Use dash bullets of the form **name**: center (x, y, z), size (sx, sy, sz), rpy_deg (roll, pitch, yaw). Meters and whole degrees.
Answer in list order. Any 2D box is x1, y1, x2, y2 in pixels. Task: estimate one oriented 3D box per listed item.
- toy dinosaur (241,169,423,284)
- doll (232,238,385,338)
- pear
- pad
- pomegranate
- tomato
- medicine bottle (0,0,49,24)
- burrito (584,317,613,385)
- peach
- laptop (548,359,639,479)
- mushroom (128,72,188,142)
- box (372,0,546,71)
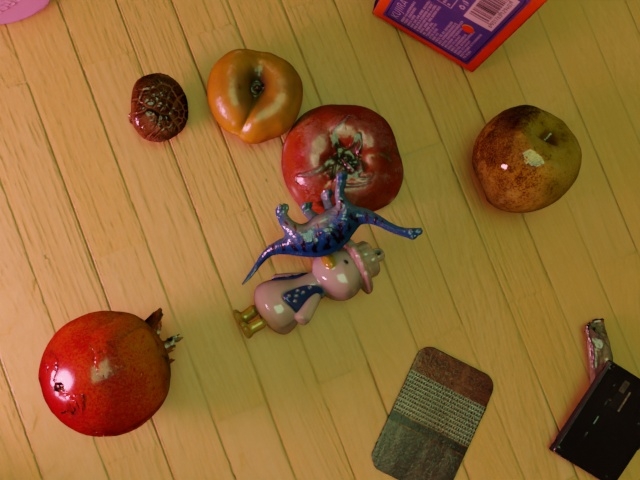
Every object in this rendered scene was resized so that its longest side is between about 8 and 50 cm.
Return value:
- **toy dinosaur**: center (0.003, -0.031, 1.337), size (0.329, 0.076, 0.144), rpy_deg (-15, 78, 7)
- **doll**: center (-0.014, 0.083, 1.368), size (0.293, 0.138, 0.119), rpy_deg (-25, 128, -9)
- **pear**: center (0.378, -0.146, 1.435), size (0.198, 0.197, 0.197), rpy_deg (1, 82, -9)
- **pad**: center (0.285, 0.369, 1.410), size (0.323, 0.055, 0.249), rpy_deg (24, 78, 12)
- **pomegranate**: center (-0.340, 0.209, 1.254), size (0.210, 0.210, 0.235), rpy_deg (50, 53, 0)
- **tomato**: center (0.048, -0.150, 1.420), size (0.237, 0.095, 0.236), rpy_deg (1, 83, -9)
- **medicine bottle**: center (-0.590, -0.541, 1.323), size (0.178, 0.178, 0.290), rpy_deg (-18, 87, -11)
- **burrito**: center (0.541, 0.237, 1.480), size (0.051, 0.042, 0.171), rpy_deg (-4, 87, -15)
- **peach**: center (-0.122, -0.265, 1.403), size (0.179, 0.103, 0.179), rpy_deg (1, 85, -8)
- **laptop**: center (0.549, 0.348, 1.448), size (0.154, 0.026, 0.207), rpy_deg (32, 92, -6)
- **mushroom**: center (-0.293, -0.239, 1.379), size (0.109, 0.085, 0.126), rpy_deg (-8, 89, -11)
- **box**: center (0.295, -0.546, 1.385), size (0.257, 0.349, 0.318), rpy_deg (28, 80, -5)
